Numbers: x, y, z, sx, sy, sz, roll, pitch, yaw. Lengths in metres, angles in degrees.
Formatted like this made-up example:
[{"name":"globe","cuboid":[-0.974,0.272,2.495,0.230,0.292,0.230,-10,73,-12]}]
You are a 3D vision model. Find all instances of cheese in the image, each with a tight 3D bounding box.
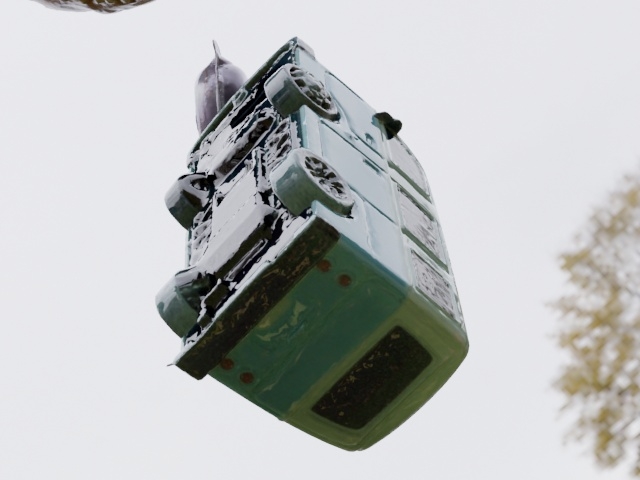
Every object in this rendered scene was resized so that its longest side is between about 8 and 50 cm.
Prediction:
[{"name":"cheese","cuboid":[-0.064,-0.056,1.132,0.042,0.191,0.105,-10,-1,2]}]

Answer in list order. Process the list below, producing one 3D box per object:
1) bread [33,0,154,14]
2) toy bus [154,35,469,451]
[{"name":"bread","cuboid":[-0.187,-0.274,1.238,0.179,0.250,0.133,-53,-48,-27]},{"name":"toy bus","cuboid":[0.000,0.000,0.961,0.164,0.271,0.133,36,-68,-21]}]
